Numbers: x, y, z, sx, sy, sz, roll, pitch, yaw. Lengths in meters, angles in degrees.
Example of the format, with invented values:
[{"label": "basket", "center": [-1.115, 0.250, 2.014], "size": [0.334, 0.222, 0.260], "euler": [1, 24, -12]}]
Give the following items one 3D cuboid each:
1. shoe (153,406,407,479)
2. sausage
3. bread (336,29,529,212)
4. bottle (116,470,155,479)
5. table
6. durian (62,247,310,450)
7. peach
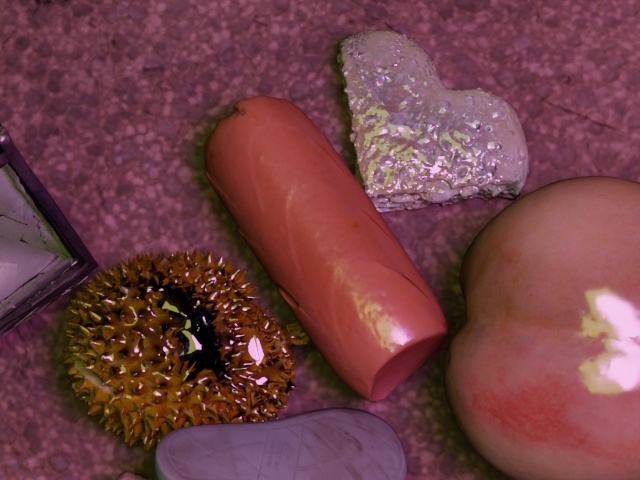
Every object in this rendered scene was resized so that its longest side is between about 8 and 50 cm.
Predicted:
[{"label": "shoe", "center": [-0.042, 0.216, 1.658], "size": [0.251, 0.100, 0.103], "euler": [1, 50, -29]}, {"label": "sausage", "center": [0.000, -0.001, 1.688], "size": [0.121, 0.121, 0.304], "euler": [-32, 72, -6]}, {"label": "bread", "center": [0.087, -0.102, 1.752], "size": [0.232, 0.064, 0.172], "euler": [38, 79, 9]}, {"label": "bottle", "center": [-0.125, 0.273, 1.654], "size": [0.152, 0.099, 0.099], "euler": [20, 78, 4]}, {"label": "table", "center": [-0.421, -0.005, 1.602], "size": [0.335, 0.272, 0.222], "euler": [-37, 64, -8]}, {"label": "durian", "center": [-0.118, 0.098, 1.671], "size": [0.237, 0.138, 0.193], "euler": [-13, 78, -4]}, {"label": "peach", "center": [0.254, 0.088, 1.610], "size": [0.292, 0.247, 0.292], "euler": [-9, 56, 14]}]
